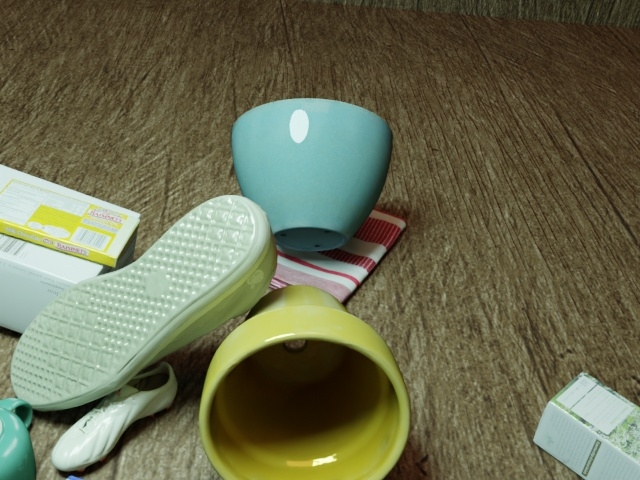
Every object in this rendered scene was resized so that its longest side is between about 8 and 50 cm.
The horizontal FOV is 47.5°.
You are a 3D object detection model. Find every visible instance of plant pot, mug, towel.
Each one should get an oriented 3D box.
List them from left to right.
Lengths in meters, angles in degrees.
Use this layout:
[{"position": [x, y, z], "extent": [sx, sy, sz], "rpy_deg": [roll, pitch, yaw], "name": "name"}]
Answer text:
[{"position": [-0.424, 0.258, 0.896], "extent": [0.129, 0.097, 0.158], "rpy_deg": [-8, 38, -19], "name": "mug"}, {"position": [-0.026, 0.180, 0.966], "extent": [0.254, 0.254, 0.239], "rpy_deg": [2, 19, -6], "name": "plant pot"}, {"position": [-0.016, -0.093, 1.281], "extent": [0.290, 0.290, 0.195], "rpy_deg": [3, 71, -5], "name": "plant pot"}, {"position": [0.000, 0.000, 1.380], "extent": [0.237, 0.037, 0.329], "rpy_deg": [22, 38, 19], "name": "towel"}]

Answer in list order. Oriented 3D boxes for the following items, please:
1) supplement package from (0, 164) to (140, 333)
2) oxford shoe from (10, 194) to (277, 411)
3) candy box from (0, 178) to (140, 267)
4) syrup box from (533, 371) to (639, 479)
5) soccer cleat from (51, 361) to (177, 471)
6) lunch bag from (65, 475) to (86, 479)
[{"position": [-0.452, 0.022, 1.144], "extent": [0.262, 0.145, 0.204], "rpy_deg": [19, 36, -1], "name": "supplement package"}, {"position": [-0.235, 0.101, 0.991], "extent": [0.449, 0.130, 0.169], "rpy_deg": [-34, 65, 13], "name": "oxford shoe"}, {"position": [-0.388, -0.027, 1.092], "extent": [0.206, 0.027, 0.105], "rpy_deg": [18, 33, -3], "name": "candy box"}, {"position": [0.421, 0.294, 0.980], "extent": [0.093, 0.096, 0.237], "rpy_deg": [-27, 47, -35], "name": "syrup box"}, {"position": [-0.276, 0.231, 0.976], "extent": [0.068, 0.076, 0.196], "rpy_deg": [29, 41, 29], "name": "soccer cleat"}, {"position": [-0.250, 0.350, 0.798], "extent": [0.151, 0.096, 0.129], "rpy_deg": [9, 34, 21], "name": "lunch bag"}]
